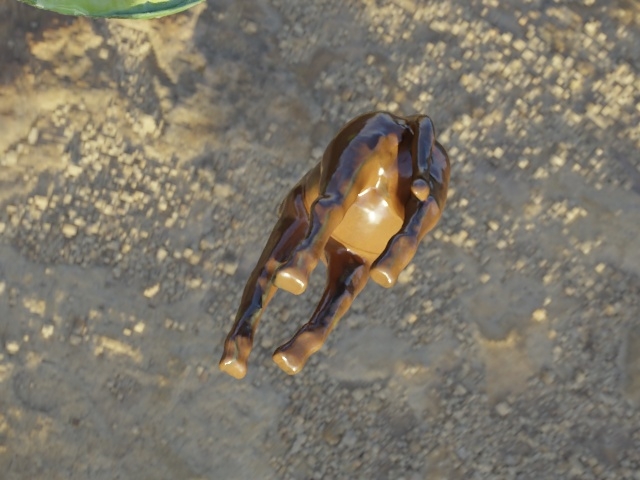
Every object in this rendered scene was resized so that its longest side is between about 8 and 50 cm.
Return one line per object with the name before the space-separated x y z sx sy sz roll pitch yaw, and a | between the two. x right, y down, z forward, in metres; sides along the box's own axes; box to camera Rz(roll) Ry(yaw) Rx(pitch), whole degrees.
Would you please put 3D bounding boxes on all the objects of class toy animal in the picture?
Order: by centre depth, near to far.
toy animal | 0.000 0.000 0.642 0.066 0.224 0.230 34 37 -8

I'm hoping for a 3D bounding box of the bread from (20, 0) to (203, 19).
bread | -0.131 -0.261 0.622 0.301 0.045 0.301 0 90 -40
